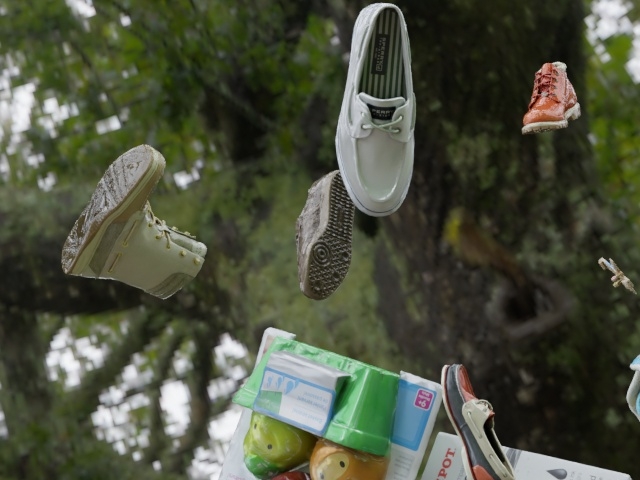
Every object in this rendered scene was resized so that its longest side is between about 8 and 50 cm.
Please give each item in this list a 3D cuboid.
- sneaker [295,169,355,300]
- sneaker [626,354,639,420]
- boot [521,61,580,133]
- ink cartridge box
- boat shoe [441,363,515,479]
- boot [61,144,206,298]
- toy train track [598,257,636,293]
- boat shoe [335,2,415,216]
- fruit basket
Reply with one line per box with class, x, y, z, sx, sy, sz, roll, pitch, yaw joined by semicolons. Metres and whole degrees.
sneaker;0.000;0.000;2.079;0.066;0.188;0.071;32;-33;-27
sneaker;0.327;0.148;1.446;0.092;0.087;0.229;-27;-38;-5
boot;0.297;-0.187;2.105;0.059;0.158;0.084;-6;-75;24
ink cartridge box;0.253;0.380;2.060;0.273;0.197;0.114;9;-27;29
boat shoe;0.159;0.187;1.619;0.043;0.137;0.049;-25;-19;27
boot;-0.213;-0.019;2.040;0.165;0.077;0.213;20;-58;-31
toy train track;0.310;0.037;1.693;0.014;0.083;0.048;-38;-72;2
boat shoe;0.058;-0.138;1.675;0.083;0.226;0.076;-3;0;-4
fruit basket;-0.022;0.313;2.098;0.165;0.327;0.353;30;-100;-46
